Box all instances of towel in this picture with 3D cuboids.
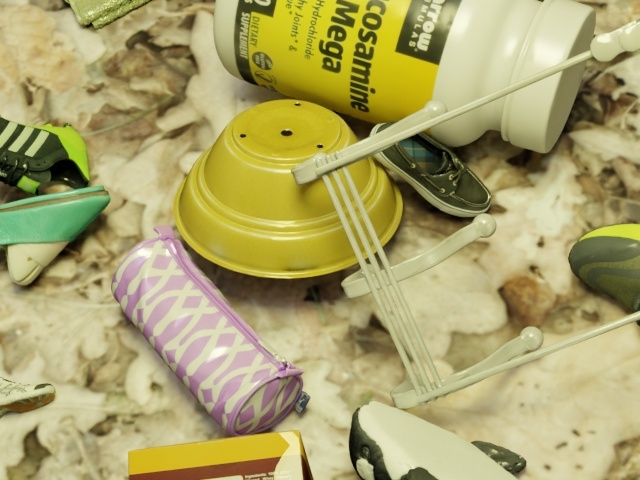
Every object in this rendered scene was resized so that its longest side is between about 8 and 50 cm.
[{"bbox_3d":[-0.220,-0.302,1.383,0.148,0.027,0.110,-29,62,-10],"label":"towel"}]

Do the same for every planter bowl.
[{"bbox_3d":[-0.031,-0.068,1.150,0.217,0.090,0.217,0,39,0],"label":"planter bowl"}]

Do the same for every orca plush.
[{"bbox_3d":[0.138,0.244,1.016,0.287,0.102,0.151,23,20,8],"label":"orca plush"}]

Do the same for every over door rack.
[{"bbox_3d":[0.167,-0.016,1.029,0.324,0.108,0.239,-21,98,23],"label":"over door rack"}]

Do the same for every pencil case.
[{"bbox_3d":[-0.102,0.084,1.109,0.206,0.088,0.086,43,33,26],"label":"pencil case"}]

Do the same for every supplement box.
[{"bbox_3d":[-0.060,0.272,0.938,0.129,0.191,0.194,-7,60,2],"label":"supplement box"}]

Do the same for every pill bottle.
[{"bbox_3d":[0.082,-0.201,1.197,0.334,0.188,0.187,19,64,17],"label":"pill bottle"}]

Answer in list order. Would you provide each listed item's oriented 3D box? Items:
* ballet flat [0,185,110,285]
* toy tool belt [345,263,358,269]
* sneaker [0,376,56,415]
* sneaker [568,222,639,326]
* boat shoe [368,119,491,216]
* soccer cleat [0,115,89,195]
[{"bbox_3d":[-0.317,0.006,1.197,0.247,0.083,0.087,-9,88,2],"label":"ballet flat"},{"bbox_3d":[0.000,0.000,1.178,0.083,0.052,0.051,8,32,8],"label":"toy tool belt"},{"bbox_3d":[-0.284,0.138,1.133,0.083,0.032,0.037,-14,60,-2],"label":"sneaker"},{"bbox_3d":[0.329,0.093,1.051,0.300,0.111,0.121,36,74,26],"label":"sneaker"},{"bbox_3d":[0.108,-0.066,1.161,0.142,0.040,0.049,30,66,-22],"label":"boat shoe"},{"bbox_3d":[-0.302,-0.082,1.203,0.179,0.060,0.072,0,59,-41],"label":"soccer cleat"}]
